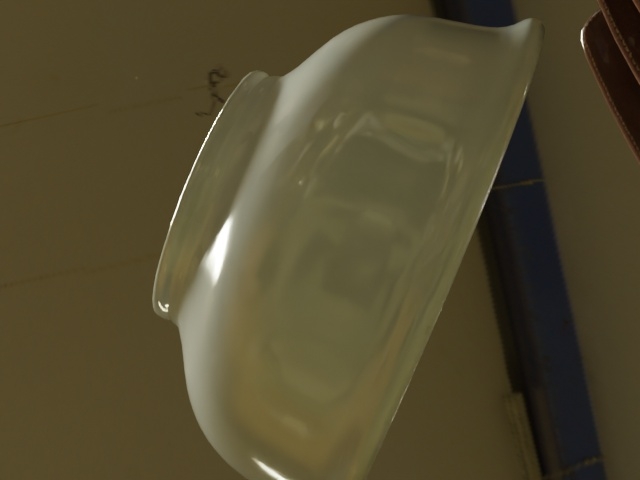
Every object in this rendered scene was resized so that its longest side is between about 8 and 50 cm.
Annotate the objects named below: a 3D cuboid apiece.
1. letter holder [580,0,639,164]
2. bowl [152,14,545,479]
[{"bbox_3d":[0.279,-0.110,0.782,0.214,0.152,0.302,-40,-122,25],"label":"letter holder"},{"bbox_3d":[0.000,0.000,0.641,0.134,0.298,0.297,22,-86,3],"label":"bowl"}]
